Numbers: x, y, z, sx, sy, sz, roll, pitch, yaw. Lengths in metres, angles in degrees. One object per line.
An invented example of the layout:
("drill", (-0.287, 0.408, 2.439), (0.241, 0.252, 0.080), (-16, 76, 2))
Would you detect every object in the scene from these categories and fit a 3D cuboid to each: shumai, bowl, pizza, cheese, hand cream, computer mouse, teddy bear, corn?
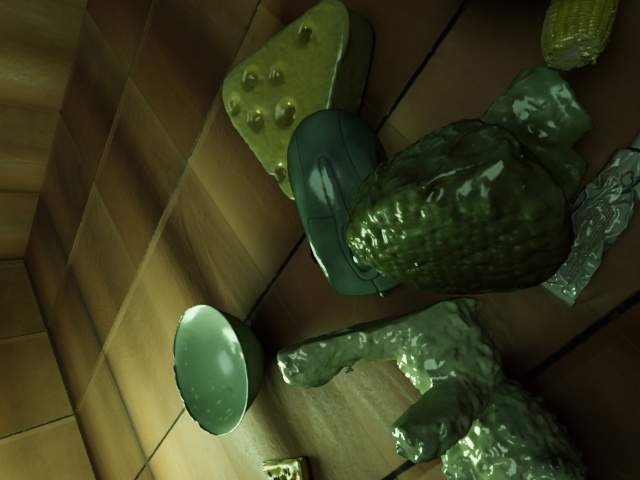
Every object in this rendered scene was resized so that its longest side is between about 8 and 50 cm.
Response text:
("shumai", (0.200, -0.093, 0.607), (0.329, 0.291, 0.289), (-18, 51, 48))
("bowl", (-0.231, 0.306, 1.057), (0.313, 0.146, 0.314), (3, 94, 39))
("pizza", (-0.088, 0.584, 1.022), (0.176, 0.036, 0.185), (26, 109, 37))
("cheese", (-0.076, -0.302, 0.915), (0.383, 0.104, 0.385), (3, 95, 39))
("hand cream", (0.383, -0.030, 0.577), (0.084, 0.050, 0.257), (37, 118, 30))
("computer mouse", (0.049, -0.053, 0.754), (0.188, 0.122, 0.372), (-19, 100, 19))
("teddy bear", (0.170, 0.277, 0.602), (0.374, 0.327, 0.363), (-20, 78, 10))
("corn", (0.337, -0.287, 0.540), (0.084, 0.063, 0.166), (13, 58, 23))

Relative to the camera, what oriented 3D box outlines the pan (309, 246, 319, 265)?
("pan", (0.000, 0.000, 0.919), (0.068, 0.023, 0.116), (-24, 80, 40))
